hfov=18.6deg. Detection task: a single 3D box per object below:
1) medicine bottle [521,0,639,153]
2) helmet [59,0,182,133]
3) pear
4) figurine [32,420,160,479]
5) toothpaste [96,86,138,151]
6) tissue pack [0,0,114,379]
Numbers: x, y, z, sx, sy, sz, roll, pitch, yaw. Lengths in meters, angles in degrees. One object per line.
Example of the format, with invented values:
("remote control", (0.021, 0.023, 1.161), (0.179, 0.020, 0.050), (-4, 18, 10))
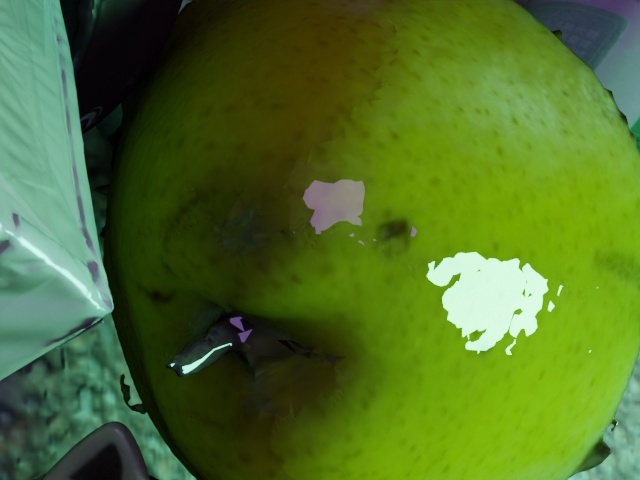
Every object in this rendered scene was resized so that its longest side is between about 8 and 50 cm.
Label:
("medicine bottle", (0.111, -0.031, 0.944), (0.133, 0.133, 0.274), (47, 59, -14))
("helmet", (-0.147, -0.124, 0.761), (0.193, 0.189, 0.216), (35, 33, -64))
("pear", (0.002, 0.002, 0.749), (0.178, 0.267, 0.267), (5, 70, -75))
("figurine", (-0.086, 0.149, 0.774), (0.125, 0.138, 0.125), (46, 15, -15))
("toothpaste", (-0.098, -0.082, 0.882), (0.062, 0.037, 0.216), (-33, 93, -29))
("tissue pack", (-0.195, -0.014, 0.612), (0.124, 0.225, 0.185), (41, 24, -45))
